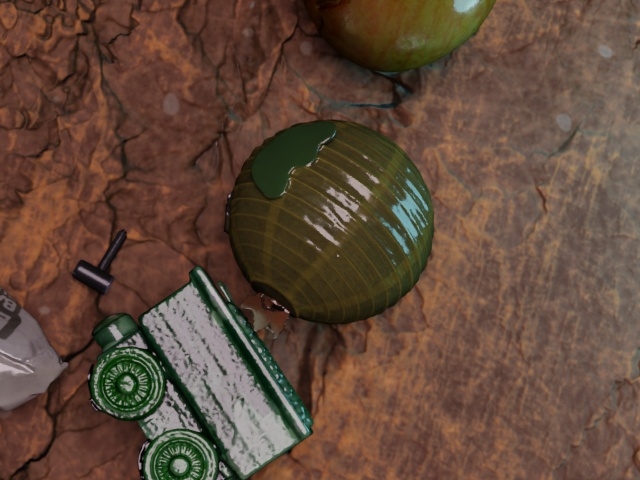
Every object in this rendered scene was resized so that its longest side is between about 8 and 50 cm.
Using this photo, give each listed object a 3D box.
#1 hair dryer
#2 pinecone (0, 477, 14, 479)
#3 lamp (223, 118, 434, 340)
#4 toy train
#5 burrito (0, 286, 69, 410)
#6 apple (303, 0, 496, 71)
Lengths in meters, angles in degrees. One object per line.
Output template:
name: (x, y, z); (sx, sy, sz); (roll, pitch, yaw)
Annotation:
hair dryer: (-0.259, 0.020, 1.877); (0.047, 0.026, 0.083); (31, 71, -1)
pinecone: (-0.339, 0.353, 1.725); (0.195, 0.150, 0.179); (31, 81, 3)
lamp: (0.000, 0.000, 1.804); (0.250, 0.250, 0.284); (34, 67, 0)
toy train: (-0.145, 0.180, 1.785); (0.202, 0.145, 0.266); (-34, 84, -3)
burrito: (-0.490, 0.035, 1.800); (0.445, 0.101, 0.139); (44, 80, 1)
apple: (0.093, -0.335, 1.912); (0.264, 0.264, 0.264); (2, 77, -8)
